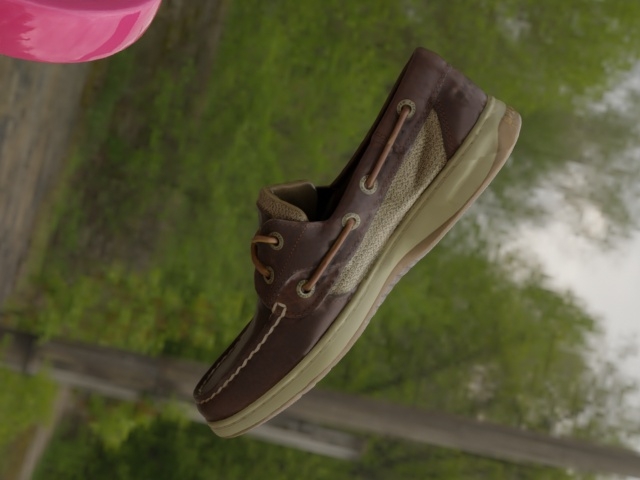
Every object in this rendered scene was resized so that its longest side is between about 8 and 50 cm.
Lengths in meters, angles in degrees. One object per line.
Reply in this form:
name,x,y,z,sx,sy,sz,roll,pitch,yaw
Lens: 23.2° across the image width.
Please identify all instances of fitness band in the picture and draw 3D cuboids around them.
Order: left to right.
fitness band,-0.240,-0.218,1.082,0.209,0.291,0.054,-28,149,-56

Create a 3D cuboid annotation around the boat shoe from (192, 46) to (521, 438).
boat shoe,0.000,0.000,1.191,0.342,0.123,0.123,-48,-169,16
